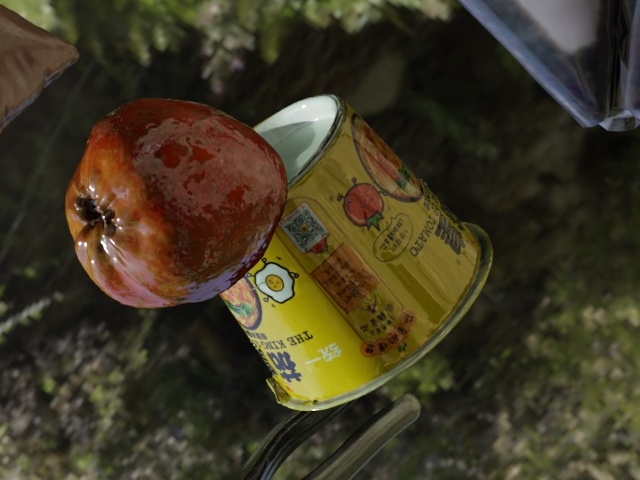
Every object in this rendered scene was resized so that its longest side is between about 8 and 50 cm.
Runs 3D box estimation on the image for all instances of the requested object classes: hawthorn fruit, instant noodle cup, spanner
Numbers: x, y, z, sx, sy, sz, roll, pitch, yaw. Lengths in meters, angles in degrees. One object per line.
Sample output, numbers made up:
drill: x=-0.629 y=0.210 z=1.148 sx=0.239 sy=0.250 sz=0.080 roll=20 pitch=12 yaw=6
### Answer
hawthorn fruit: x=-0.078 y=-0.022 z=0.961 sx=0.128 sy=0.128 sz=0.128 roll=24 pitch=-144 yaw=-19
instant noodle cup: x=0.000 y=0.000 z=1.161 sx=0.144 sy=0.182 sz=0.182 roll=51 pitch=-151 yaw=-22
spanner: x=-0.051 y=0.229 z=1.589 sx=0.325 sy=0.040 sz=0.096 roll=-40 pitch=-129 yaw=-16

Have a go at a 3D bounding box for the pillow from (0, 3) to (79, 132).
pillow: x=-0.368 y=-0.169 z=1.602 sx=0.236 sy=0.084 sz=0.223 roll=33 pitch=-130 yaw=-4

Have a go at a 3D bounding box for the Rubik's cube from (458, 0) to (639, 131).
Rubik's cube: x=0.109 y=-0.281 z=0.637 sx=0.310 sy=0.305 sz=0.307 roll=41 pitch=-157 yaw=-19
